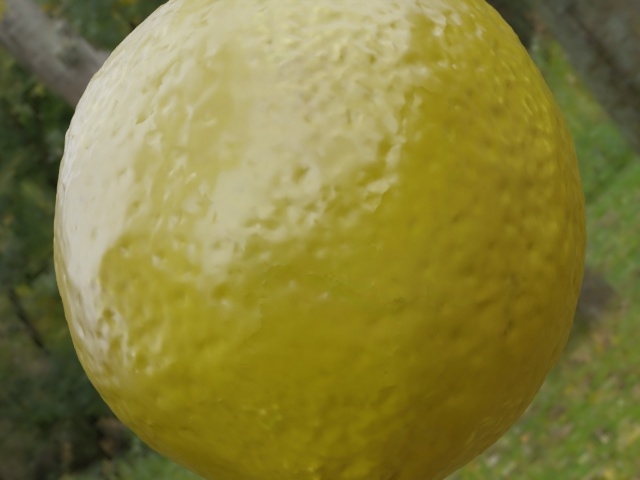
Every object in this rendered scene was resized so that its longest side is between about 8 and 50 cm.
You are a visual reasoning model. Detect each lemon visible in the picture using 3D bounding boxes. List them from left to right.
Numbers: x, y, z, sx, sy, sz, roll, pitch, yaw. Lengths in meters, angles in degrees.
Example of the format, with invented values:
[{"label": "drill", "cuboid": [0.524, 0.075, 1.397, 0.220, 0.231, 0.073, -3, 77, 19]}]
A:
[{"label": "lemon", "cuboid": [0.000, 0.000, 0.577, 0.178, 0.178, 0.203, -40, 47, 53]}]
